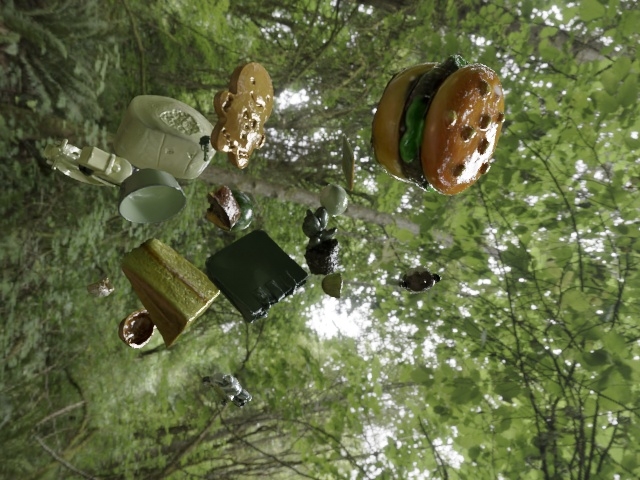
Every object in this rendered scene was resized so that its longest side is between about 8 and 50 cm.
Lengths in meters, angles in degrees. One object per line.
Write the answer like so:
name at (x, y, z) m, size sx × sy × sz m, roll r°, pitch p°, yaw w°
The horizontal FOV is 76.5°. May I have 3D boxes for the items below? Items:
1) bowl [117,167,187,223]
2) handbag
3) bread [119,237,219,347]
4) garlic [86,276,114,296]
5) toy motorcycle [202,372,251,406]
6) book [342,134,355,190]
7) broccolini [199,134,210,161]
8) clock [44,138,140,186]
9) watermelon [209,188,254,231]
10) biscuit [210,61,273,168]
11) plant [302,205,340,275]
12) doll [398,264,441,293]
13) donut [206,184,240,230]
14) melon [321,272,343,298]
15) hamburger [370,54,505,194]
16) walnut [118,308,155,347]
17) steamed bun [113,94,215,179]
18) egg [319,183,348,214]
bowl at (-0.552, -0.155, 1.312) m, size 0.112 × 0.211 × 0.211 m, roll 65°, pitch -34°, yaw 22°
handbag at (-0.202, 0.107, 1.296) m, size 0.260 × 0.247 × 0.079 m, roll 42°, pitch -38°, yaw 20°
bread at (-0.620, 0.187, 1.606) m, size 0.245 × 0.361 × 0.233 m, roll -43°, pitch -174°, yaw 36°
garlic at (-1.012, 0.224, 1.870) m, size 0.094 × 0.113 × 0.074 m, roll 31°, pitch -62°, yaw 50°
toy motorcycle at (-0.412, 0.655, 1.804) m, size 0.151 × 0.228 × 0.074 m, roll -53°, pitch -175°, yaw 30°
book at (0.101, -0.281, 1.482) m, size 0.172 × 0.012 × 0.118 m, roll 89°, pitch -13°, yaw -56°
broccolini at (-0.335, -0.268, 1.187) m, size 0.140 × 0.030 × 0.035 m, roll 140°, pitch -35°, yaw -73°
clock at (-0.848, -0.277, 1.524) m, size 0.379 × 0.276 × 0.120 m, roll 8°, pitch -103°, yaw 32°
watermelon at (-0.485, -0.161, 2.225) m, size 0.242 × 0.242 × 0.242 m, roll -178°, pitch -90°, yaw -65°
biscuit at (-0.251, -0.430, 1.377) m, size 0.052 × 0.275 × 0.355 m, roll 13°, pitch -106°, yaw 27°
plant at (0.000, 0.002, 1.655) m, size 0.146 × 0.149 × 0.275 m, roll -59°, pitch 144°, yaw -65°
doll at (0.451, 0.184, 1.874) m, size 0.257 × 0.182 × 0.117 m, roll 57°, pitch 19°, yaw -77°
donut at (-0.424, -0.137, 1.823) m, size 0.112 × 0.151 × 0.295 m, roll -49°, pitch 179°, yaw -22°
melon at (0.068, 0.274, 2.407) m, size 0.079 × 0.128 × 0.160 m, roll -88°, pitch 179°, yaw -84°
hamburger at (0.377, -0.335, 1.212) m, size 0.277 × 0.395 × 0.396 m, roll 26°, pitch -67°, yaw 42°
walnut at (-0.869, 0.411, 1.900) m, size 0.087 × 0.211 × 0.167 m, roll -9°, pitch -76°, yaw 22°
steamed bun at (-0.785, -0.530, 2.094) m, size 0.371 × 0.455 × 0.290 m, roll -37°, pitch -135°, yaw 42°
egg at (0.086, -0.268, 2.590) m, size 0.217 × 0.183 × 0.183 m, roll 93°, pitch -16°, yaw -54°
